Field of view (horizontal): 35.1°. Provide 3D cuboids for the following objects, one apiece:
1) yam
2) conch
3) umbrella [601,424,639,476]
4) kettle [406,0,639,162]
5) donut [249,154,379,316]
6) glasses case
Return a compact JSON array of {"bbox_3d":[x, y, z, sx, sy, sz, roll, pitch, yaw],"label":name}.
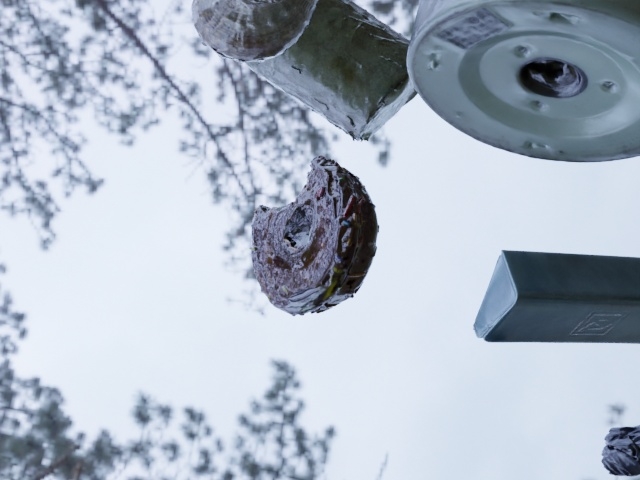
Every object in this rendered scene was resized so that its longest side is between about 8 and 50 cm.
[{"bbox_3d":[0.017,-0.303,1.653,0.195,0.300,0.195,-50,-13,-16],"label":"yam"},{"bbox_3d":[-0.070,-0.287,1.199,0.130,0.207,0.155,44,-108,-9],"label":"conch"},{"bbox_3d":[0.483,0.262,1.329,0.071,0.248,0.071,26,-127,-41],"label":"umbrella"},{"bbox_3d":[0.209,-0.291,0.882,0.319,0.247,0.342,31,-115,-34],"label":"kettle"},{"bbox_3d":[-0.001,0.001,1.466,0.096,0.230,0.216,12,-138,-41],"label":"donut"},{"bbox_3d":[0.305,0.073,1.107,0.266,0.056,0.105,3,-62,-24],"label":"glasses case"}]
